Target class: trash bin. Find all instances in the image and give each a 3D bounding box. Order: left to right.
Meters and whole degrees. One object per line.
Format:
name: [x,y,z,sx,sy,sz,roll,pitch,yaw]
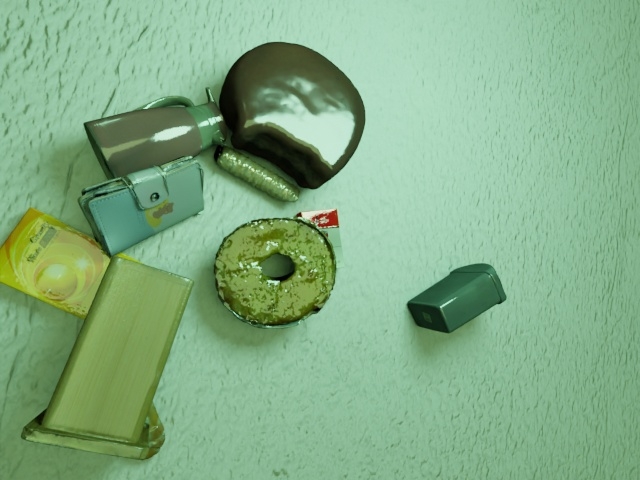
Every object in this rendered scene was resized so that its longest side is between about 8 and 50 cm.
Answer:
trash bin: [0.375,0.152,1.104,0.236,0.176,0.101,-27,97,-18]

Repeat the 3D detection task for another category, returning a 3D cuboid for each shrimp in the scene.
shrimp: [-0.378,0.363,0.842,0.091,0.043,0.184,-11,91,-20]

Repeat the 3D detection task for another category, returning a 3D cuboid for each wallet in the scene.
wallet: [-0.348,-0.077,0.825,0.231,0.170,0.069,-32,60,-32]

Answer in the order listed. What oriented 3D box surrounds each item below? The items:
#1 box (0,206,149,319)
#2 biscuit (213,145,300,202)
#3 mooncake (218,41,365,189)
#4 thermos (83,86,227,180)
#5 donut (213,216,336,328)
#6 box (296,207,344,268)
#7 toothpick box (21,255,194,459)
box: [-0.488,0.064,0.822,0.269,0.043,0.152,31,73,-19]
biscuit: [-0.151,-0.154,0.971,0.219,0.061,0.055,28,113,-19]
mooncake: [-0.060,-0.277,0.955,0.325,0.174,0.334,-8,87,-25]
thermos: [-0.337,-0.225,0.865,0.265,0.146,0.176,-30,72,-27]
donut: [-0.101,0.065,0.934,0.272,0.107,0.272,0,92,-12]
box: [0.000,0.000,1.028,0.100,0.048,0.152,-7,90,-25]
toothpick box: [-0.359,0.201,0.750,0.187,0.190,0.308,20,73,-17]
